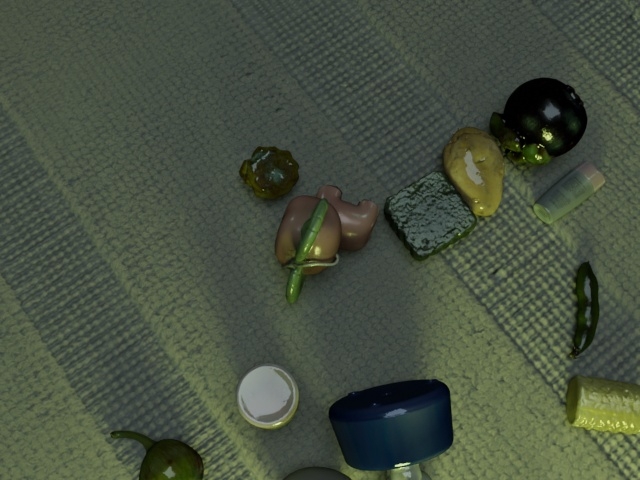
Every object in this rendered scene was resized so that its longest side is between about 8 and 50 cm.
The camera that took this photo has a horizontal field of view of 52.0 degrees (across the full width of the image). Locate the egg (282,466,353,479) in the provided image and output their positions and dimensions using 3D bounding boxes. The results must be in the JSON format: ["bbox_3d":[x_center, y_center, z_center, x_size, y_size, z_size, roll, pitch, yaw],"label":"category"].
[{"bbox_3d":[-0.007,0.570,1.431,0.198,0.146,0.146,5,72,-9],"label":"egg"}]

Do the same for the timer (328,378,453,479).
[{"bbox_3d":[0.185,0.516,1.425,0.270,0.270,0.384,-12,87,-6],"label":"timer"}]

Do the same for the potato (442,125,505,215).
[{"bbox_3d":[0.393,-0.183,1.691,0.161,0.128,0.235,7,77,2],"label":"potato"}]

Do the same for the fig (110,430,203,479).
[{"bbox_3d":[-0.375,0.490,1.478,0.245,0.149,0.149,33,74,28],"label":"fig"}]

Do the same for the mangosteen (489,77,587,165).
[{"bbox_3d":[0.565,-0.306,1.702,0.243,0.243,0.243,1,73,-2],"label":"mangosteen"}]

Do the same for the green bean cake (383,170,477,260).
[{"bbox_3d":[0.273,-0.060,1.666,0.185,0.094,0.183,-30,76,-10],"label":"green bean cake"}]

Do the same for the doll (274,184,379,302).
[{"bbox_3d":[0.000,0.000,1.561,0.216,0.284,0.268,21,48,5],"label":"doll"}]

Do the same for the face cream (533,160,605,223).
[{"bbox_3d":[0.649,-0.125,1.719,0.198,0.057,0.084,-35,78,-14],"label":"face cream"}]

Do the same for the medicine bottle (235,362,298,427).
[{"bbox_3d":[-0.111,0.348,1.444,0.133,0.250,0.133,0,74,-2],"label":"medicine bottle"}]

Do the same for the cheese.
[{"bbox_3d":[0.672,0.386,1.541,0.167,0.094,0.123,7,82,5],"label":"cheese"}]

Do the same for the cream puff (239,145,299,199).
[{"bbox_3d":[-0.135,-0.172,1.687,0.146,0.116,0.146,0,89,-21],"label":"cream puff"}]

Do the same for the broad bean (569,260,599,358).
[{"bbox_3d":[0.660,0.171,1.630,0.065,0.046,0.254,12,73,1],"label":"broad bean"}]
